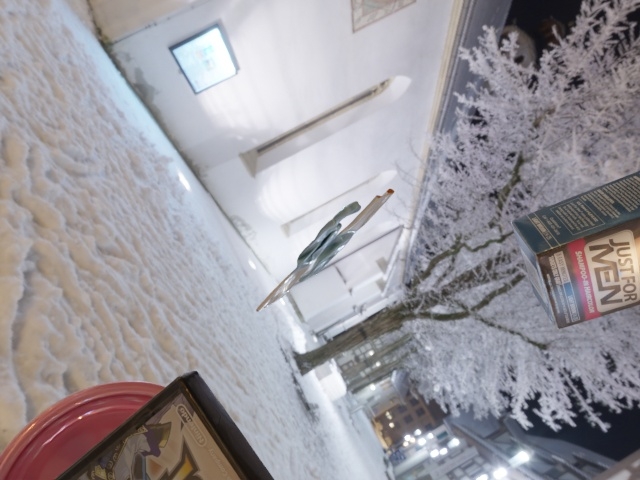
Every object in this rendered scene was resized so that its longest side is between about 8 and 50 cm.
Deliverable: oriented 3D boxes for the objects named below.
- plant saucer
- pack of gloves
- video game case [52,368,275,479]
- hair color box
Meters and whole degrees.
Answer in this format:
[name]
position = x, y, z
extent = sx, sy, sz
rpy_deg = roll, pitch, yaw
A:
[plant saucer]
position = -0.324, 0.389, 0.655
extent = 0.084, 0.332, 0.331
rpy_deg = -24, -84, 53
[pack of gloves]
position = 0.000, 0.000, 0.686
extent = 0.046, 0.232, 0.195
rpy_deg = 47, 29, 12
[video game case]
position = -0.115, 0.286, 0.324
extent = 0.274, 0.248, 0.035
rpy_deg = 51, 6, 10
[hair color box]
position = 0.498, -0.008, 0.641
extent = 0.173, 0.348, 0.105
rpy_deg = 58, 17, -29
